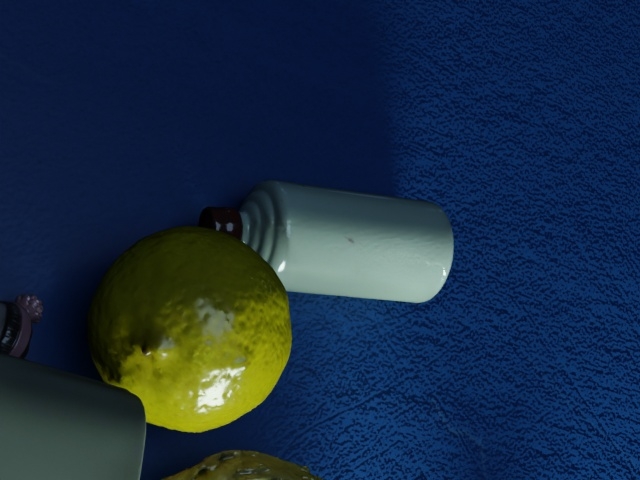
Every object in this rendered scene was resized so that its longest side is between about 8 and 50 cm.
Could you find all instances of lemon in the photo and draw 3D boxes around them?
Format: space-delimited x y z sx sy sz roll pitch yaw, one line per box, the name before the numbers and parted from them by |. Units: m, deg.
lemon | -0.111 0.075 1.349 0.178 0.203 0.178 1 96 12

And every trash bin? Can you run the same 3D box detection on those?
trash bin | -0.289 0.181 1.219 0.250 0.220 0.219 17 74 -33

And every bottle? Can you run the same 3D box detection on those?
bottle | 0.000 0.000 1.471 0.245 0.104 0.104 7 77 -29

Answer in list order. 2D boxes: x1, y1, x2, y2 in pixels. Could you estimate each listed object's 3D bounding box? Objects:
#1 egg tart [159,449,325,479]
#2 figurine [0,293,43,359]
egg tart | -0.076 0.320 1.358 0.288 0.118 0.288 5 80 -29
figurine | -0.304 0.066 1.321 0.129 0.054 0.072 18 57 -18
